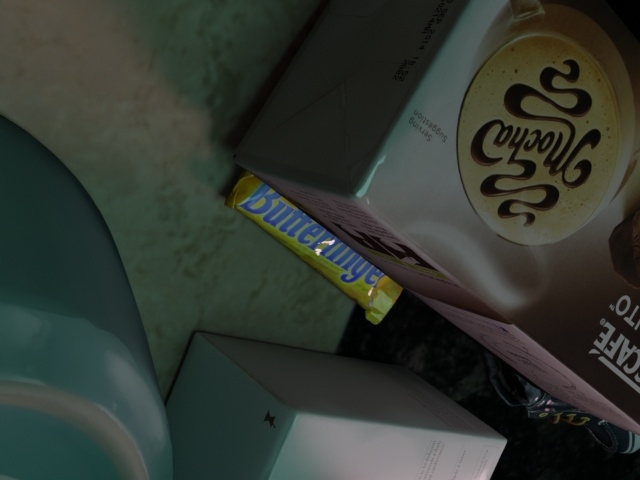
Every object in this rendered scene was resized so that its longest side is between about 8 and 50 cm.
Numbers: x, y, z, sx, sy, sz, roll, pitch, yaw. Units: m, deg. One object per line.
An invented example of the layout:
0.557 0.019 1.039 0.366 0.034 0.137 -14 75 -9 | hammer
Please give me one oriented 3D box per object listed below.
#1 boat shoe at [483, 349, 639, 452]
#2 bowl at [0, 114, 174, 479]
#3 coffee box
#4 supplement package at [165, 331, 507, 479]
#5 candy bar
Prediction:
0.178 0.111 0.828 0.083 0.065 0.183 -40 123 -14 | boat shoe
-0.187 0.101 0.469 0.311 0.163 0.311 -16 120 -30 | bowl
0.120 -0.028 0.642 0.297 0.119 0.168 37 80 -35 | coffee box
0.002 0.131 0.668 0.179 0.105 0.105 16 102 -42 | supplement package
0.000 0.000 0.662 0.040 0.018 0.161 -54 133 -4 | candy bar
